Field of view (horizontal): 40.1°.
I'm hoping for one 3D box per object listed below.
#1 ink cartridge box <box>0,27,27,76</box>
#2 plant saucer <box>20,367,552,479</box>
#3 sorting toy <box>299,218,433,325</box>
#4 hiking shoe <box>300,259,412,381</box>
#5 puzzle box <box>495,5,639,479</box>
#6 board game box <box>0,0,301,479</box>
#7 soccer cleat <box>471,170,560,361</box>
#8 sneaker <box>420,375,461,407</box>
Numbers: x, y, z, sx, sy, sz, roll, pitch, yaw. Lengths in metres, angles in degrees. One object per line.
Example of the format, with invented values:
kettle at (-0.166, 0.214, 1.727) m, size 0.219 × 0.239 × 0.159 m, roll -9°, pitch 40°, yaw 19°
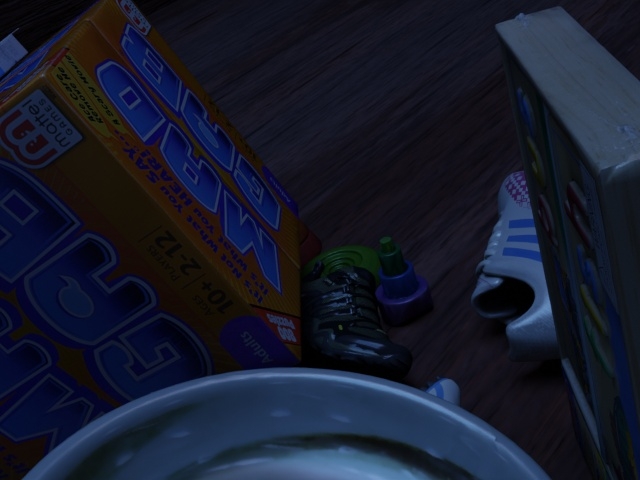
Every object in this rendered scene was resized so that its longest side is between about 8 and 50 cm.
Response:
ink cartridge box at (-0.358, -0.197, 0.967) m, size 0.048 × 0.028 × 0.083 m, roll -24°, pitch 27°, yaw 32°
plant saucer at (-0.023, 0.238, 0.580) m, size 0.401 × 0.100 × 0.400 m, roll 1°, pitch 27°, yaw 0°
sorting toy at (0.000, 0.000, 1.159) m, size 0.127 × 0.126 × 0.366 m, roll -32°, pitch 30°, yaw -26°
hiking shoe at (0.030, 0.082, 0.994) m, size 0.227 × 0.086 × 0.114 m, roll 21°, pitch 78°, yaw 51°
puzzle box at (0.206, 0.067, 0.608) m, size 0.052 × 0.408 × 0.272 m, roll -14°, pitch 27°, yaw 8°
board game box at (-0.266, 0.002, 0.961) m, size 0.357 × 0.356 × 0.356 m, roll -33°, pitch 24°, yaw 14°
soccer cleat at (0.228, 0.017, 0.998) m, size 0.143 × 0.116 × 0.331 m, roll -16°, pitch 28°, yaw 4°
sneaker at (0.094, 0.213, 0.772) m, size 0.086 × 0.085 × 0.237 m, roll 16°, pitch 37°, yaw 13°
